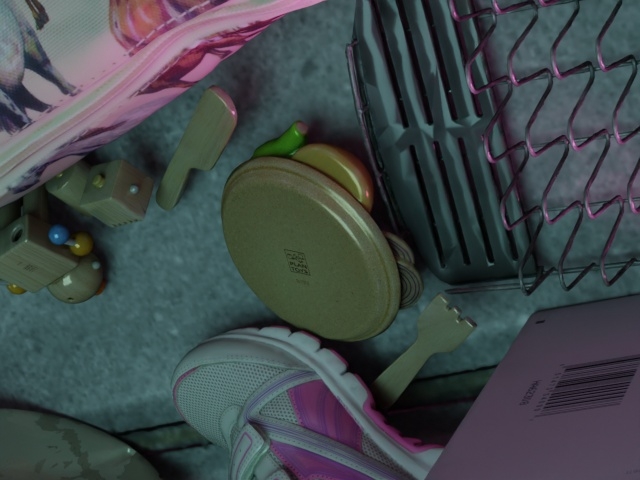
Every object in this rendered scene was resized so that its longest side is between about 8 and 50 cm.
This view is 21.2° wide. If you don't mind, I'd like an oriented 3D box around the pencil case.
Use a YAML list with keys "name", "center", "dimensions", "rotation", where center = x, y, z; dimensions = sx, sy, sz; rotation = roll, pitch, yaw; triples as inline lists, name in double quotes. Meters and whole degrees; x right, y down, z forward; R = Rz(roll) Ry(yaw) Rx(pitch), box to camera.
- name: "pencil case"
  center: [-0.150, -0.108, 0.903]
  dimensions: [0.410, 0.160, 0.183]
  rotation: [-30, 66, 31]

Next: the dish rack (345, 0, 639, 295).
- name: "dish rack"
  center: [0.140, -0.063, 0.855]
  dimensions: [0.272, 0.074, 0.208]
  rotation: [-7, 108, 27]

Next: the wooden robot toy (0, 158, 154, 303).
- name: "wooden robot toy"
  center: [-0.154, 0.001, 1.031]
  dimensions: [0.173, 0.076, 0.079]
  rotation: [-28, 134, 31]

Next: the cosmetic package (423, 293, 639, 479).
- name: "cosmetic package"
  center: [0.171, 0.169, 0.856]
  dimensions: [0.138, 0.224, 0.224]
  rotation: [-11, 108, 27]

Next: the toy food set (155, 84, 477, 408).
- name: "toy food set"
  center: [0.000, 0.000, 0.959]
  dimensions: [0.192, 0.038, 0.132]
  rotation: [43, 143, 5]

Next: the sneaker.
- name: "sneaker"
  center: [-0.006, 0.138, 0.952]
  dimensions: [0.252, 0.111, 0.103]
  rotation: [31, 141, 36]

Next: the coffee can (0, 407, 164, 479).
- name: "coffee can"
  center: [-0.208, 0.274, 1.083]
  dimensions: [0.202, 0.201, 0.275]
  rotation: [19, 118, 15]
